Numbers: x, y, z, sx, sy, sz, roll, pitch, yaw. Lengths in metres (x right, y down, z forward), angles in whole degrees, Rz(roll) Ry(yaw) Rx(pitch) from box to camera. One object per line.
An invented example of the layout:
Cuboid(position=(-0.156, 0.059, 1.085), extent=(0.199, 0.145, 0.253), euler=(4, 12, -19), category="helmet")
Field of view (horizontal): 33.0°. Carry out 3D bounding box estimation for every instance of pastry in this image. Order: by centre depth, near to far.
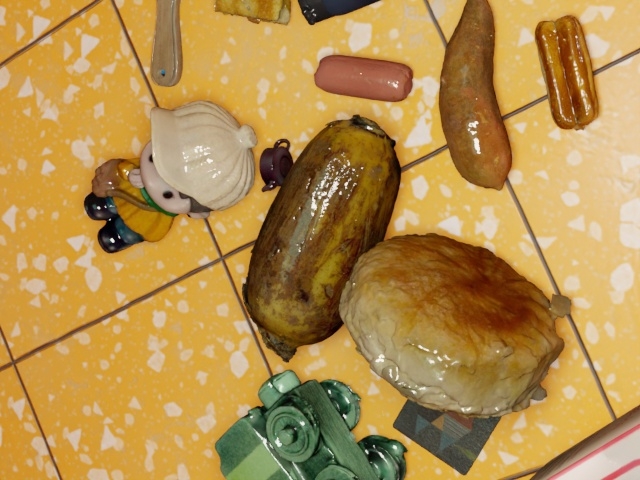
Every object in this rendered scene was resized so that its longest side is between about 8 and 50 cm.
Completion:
Cuboid(position=(0.183, 0.114, 1.502), extent=(0.329, 0.329, 0.136), euler=(34, 122, 18), category="pastry")

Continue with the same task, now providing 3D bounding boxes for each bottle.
Cuboid(position=(0.077, -0.396, 1.625), extent=(0.244, 0.072, 0.082), euler=(-17, 47, 24), category="bottle")

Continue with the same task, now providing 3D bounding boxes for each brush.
Cuboid(position=(-0.258, -0.419, 1.782), extent=(0.070, 0.065, 0.327), euler=(6, 99, 21), category="brush")

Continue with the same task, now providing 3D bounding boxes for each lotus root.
Cuboid(position=(0.000, 0.000, 1.635), extent=(0.179, 0.196, 0.397), euler=(22, 101, -11), category="lotus root")

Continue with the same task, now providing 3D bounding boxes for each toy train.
Cuboid(position=(-0.011, 0.359, 1.702), extent=(0.299, 0.167, 0.238), euler=(52, 123, 13), category="toy train")

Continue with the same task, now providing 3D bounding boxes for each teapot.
Cuboid(position=(-0.074, -0.120, 1.726), extent=(0.045, 0.068, 0.100), euler=(-1, 60, 27), category="teapot")

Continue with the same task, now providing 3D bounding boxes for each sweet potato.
Cuboid(position=(0.219, -0.214, 1.568), extent=(0.097, 0.097, 0.292), euler=(-7, 91, 25), category="sweet potato")

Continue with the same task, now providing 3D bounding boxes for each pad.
Cuboid(position=(0.215, 0.242, 1.664), extent=(0.143, 0.003, 0.211), euler=(32, 107, 18), category="pad")

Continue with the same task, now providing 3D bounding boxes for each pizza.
Cuboid(position=(-0.112, -0.408, 1.722), extent=(0.134, 0.046, 0.175), euler=(-23, 82, 30), category="pizza")

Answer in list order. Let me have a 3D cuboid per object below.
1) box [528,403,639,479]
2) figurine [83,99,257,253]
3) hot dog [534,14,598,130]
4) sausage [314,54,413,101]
Cuboid(position=(0.458, 0.373, 1.399), extent=(0.312, 0.314, 0.300), euler=(-39, 76, 23), category="box")
Cuboid(position=(-0.239, -0.103, 1.769), extent=(0.332, 0.204, 0.185), euler=(-32, 82, 52), category="figurine")
Cuboid(position=(0.351, -0.236, 1.530), extent=(0.071, 0.045, 0.165), euler=(-13, 90, 23), category="hot dog")
Cuboid(position=(0.064, -0.248, 1.650), extent=(0.154, 0.062, 0.062), euler=(11, 100, 23), category="sausage")
